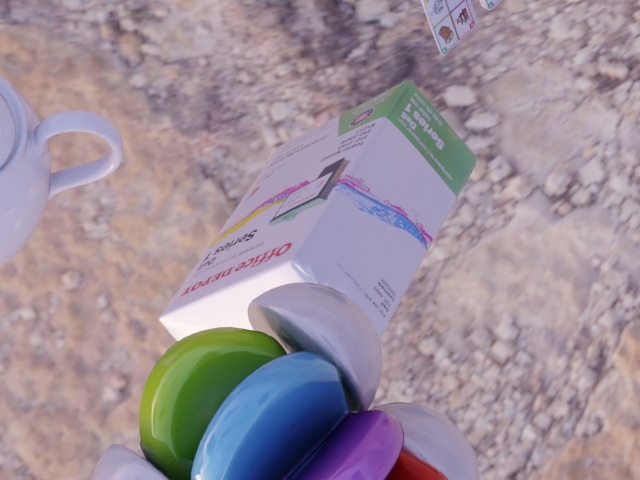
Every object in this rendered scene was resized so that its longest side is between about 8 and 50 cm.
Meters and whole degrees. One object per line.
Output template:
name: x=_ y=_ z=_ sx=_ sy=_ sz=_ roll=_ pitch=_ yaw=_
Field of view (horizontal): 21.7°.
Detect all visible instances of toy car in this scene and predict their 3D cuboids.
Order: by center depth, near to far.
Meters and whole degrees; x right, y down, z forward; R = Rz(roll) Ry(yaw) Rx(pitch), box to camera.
toy car: x=-0.002 y=0.117 z=0.763 sx=0.159 sy=0.136 sz=0.182 roll=-44 pitch=107 yaw=-18

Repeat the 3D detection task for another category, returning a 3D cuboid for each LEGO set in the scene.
LEGO set: x=0.122 y=-0.311 z=1.490 sx=0.182 sy=0.244 sz=0.060 roll=-45 pitch=50 yaw=-14

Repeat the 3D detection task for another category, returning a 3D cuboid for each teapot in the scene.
teapot: x=-0.366 y=-0.089 z=1.626 sx=0.252 sy=0.256 sz=0.187 roll=44 pitch=145 yaw=3

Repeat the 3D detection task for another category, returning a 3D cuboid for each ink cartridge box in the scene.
ink cartridge box: x=0.000 y=0.000 z=1.584 sx=0.201 sy=0.278 sz=0.117 roll=-24 pitch=115 yaw=43
